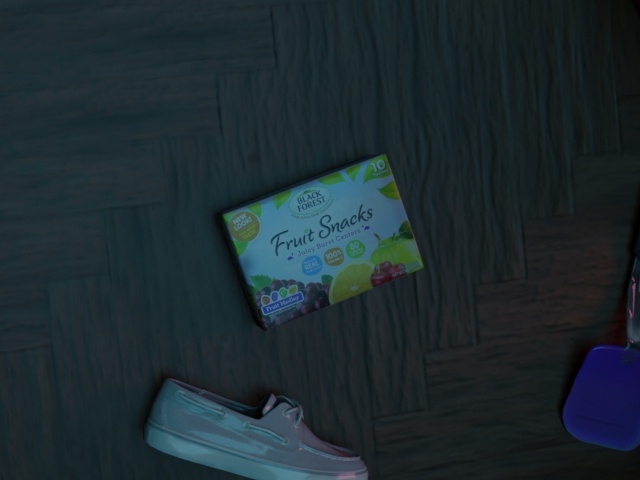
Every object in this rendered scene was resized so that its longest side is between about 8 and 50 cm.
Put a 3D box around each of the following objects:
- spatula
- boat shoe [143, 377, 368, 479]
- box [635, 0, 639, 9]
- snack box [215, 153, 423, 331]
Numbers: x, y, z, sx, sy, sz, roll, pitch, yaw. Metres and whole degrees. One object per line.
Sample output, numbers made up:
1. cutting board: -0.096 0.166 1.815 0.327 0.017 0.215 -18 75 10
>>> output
1. spatula: 0.280 0.038 0.983 0.084 0.030 0.296 13 91 -13
2. boat shoe: -0.045 0.152 0.893 0.184 0.066 0.063 16 91 -6
3. box: 0.380 -0.179 0.924 0.143 0.165 0.270 -32 101 -11
4. snack box: 0.000 0.000 0.903 0.141 0.037 0.100 -22 98 -12
